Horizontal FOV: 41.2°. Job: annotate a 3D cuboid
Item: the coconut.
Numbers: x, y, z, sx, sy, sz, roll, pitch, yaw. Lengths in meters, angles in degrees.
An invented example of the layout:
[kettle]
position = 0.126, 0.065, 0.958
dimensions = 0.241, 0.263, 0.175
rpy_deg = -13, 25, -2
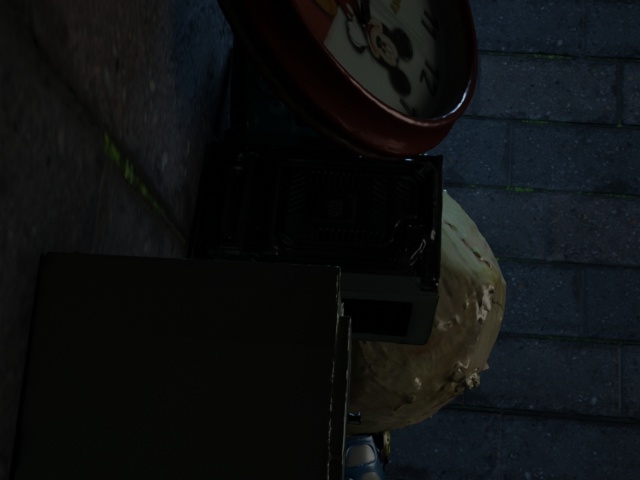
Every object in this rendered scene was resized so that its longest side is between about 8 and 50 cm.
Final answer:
[coconut]
position = 0.066, 0.080, 0.949
dimensions = 0.297, 0.254, 0.297
rpy_deg = -43, 172, -7

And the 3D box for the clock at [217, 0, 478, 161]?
[clock]
position = 0.019, -0.216, 0.713
dimensions = 0.318, 0.080, 0.318
rpy_deg = 26, 54, -41

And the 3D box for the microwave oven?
[microwave oven]
position = 0.000, 0.000, 0.760
dimensions = 0.122, 0.208, 0.162
rpy_deg = 88, 6, -63

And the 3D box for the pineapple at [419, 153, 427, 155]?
[pineapple]
position = 0.063, -0.142, 1.126
dimensions = 0.357, 0.223, 0.222
rpy_deg = 132, -34, -64

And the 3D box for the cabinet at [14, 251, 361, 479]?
[cabinet]
position = -0.056, 0.121, 0.428
dimensions = 0.145, 0.150, 0.206
rpy_deg = 77, 17, -79

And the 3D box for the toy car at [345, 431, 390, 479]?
[toy car]
position = 0.001, 0.311, 1.189
dimensions = 0.314, 0.198, 0.166
rpy_deg = 59, 24, -87

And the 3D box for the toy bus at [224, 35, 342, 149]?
[toy bus]
position = -0.017, -0.134, 0.881
dimensions = 0.256, 0.147, 0.128
rpy_deg = 81, 12, -81
